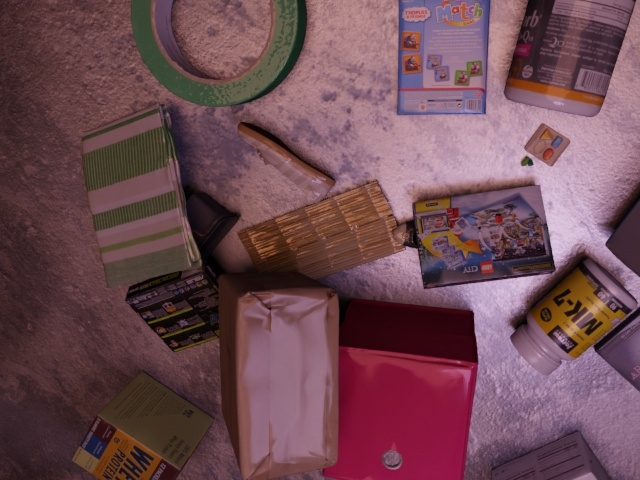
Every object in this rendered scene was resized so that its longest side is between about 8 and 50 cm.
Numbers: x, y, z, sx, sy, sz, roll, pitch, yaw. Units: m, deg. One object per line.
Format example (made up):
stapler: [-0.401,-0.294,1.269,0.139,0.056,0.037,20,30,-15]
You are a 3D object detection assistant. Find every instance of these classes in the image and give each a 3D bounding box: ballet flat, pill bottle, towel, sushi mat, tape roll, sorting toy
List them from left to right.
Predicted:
towel: [-0.365,-0.084,1.270,0.248,0.038,0.325,-12,91,28]
tape roll: [-0.189,-0.412,1.183,0.321,0.077,0.321,3,104,10]
sushi mat: [0.000,0.000,1.279,0.316,0.019,0.151,-19,100,16]
ballet flat: [0.224,-0.005,1.212,0.173,0.049,0.057,7,104,5]
sorting toy: [0.404,-0.161,1.158,0.062,0.012,0.083,33,108,1]
pill bottle: [0.459,0.144,1.170,0.119,0.119,0.208,41,108,-1]
pill bottle: [0.411,-0.351,1.031,0.162,0.162,0.278,14,106,8]

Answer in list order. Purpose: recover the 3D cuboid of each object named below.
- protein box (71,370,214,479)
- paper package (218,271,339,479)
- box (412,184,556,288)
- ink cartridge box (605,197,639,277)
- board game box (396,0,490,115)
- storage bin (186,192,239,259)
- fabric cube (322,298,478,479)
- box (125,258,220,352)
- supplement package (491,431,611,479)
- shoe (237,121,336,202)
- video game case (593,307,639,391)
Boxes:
protein box: [-0.374,0.427,1.371,0.201,0.200,0.136,33,108,1]
paper package: [-0.085,0.216,1.136,0.168,0.325,0.309,-1,94,-15]
box: [0.293,-0.005,1.162,0.233,0.044,0.159,-7,78,8]
ink cartridge box: [0.652,0.023,1.015,0.270,0.197,0.198,32,107,-2]
board game box: [0.218,-0.332,1.139,0.160,0.039,0.211,2,105,11]
storage bin: [-0.250,-0.028,1.290,0.091,0.098,0.135,44,108,9]
fabric cube: [0.155,0.281,1.194,0.254,0.259,0.258,6,105,11]
box: [-0.272,0.140,1.320,0.190,0.045,0.184,-21,129,16]
supplement package: [0.495,0.555,1.253,0.204,0.145,0.262,-32,96,18]
shoe: [-0.074,-0.151,1.226,0.219,0.076,0.058,34,103,-1]
video game case: [0.688,0.233,1.195,0.274,0.026,0.196,42,108,-2]
